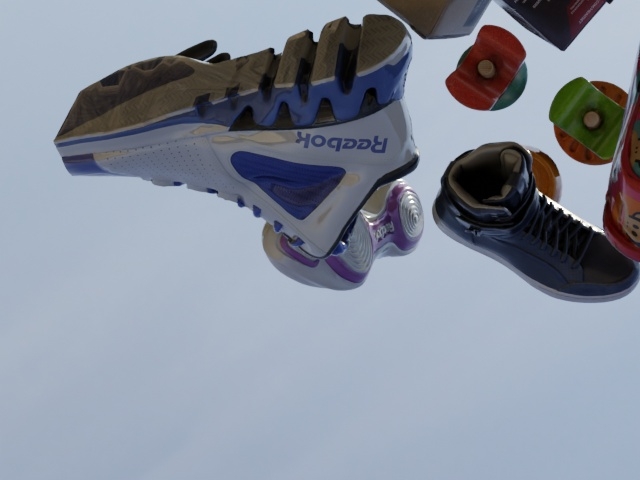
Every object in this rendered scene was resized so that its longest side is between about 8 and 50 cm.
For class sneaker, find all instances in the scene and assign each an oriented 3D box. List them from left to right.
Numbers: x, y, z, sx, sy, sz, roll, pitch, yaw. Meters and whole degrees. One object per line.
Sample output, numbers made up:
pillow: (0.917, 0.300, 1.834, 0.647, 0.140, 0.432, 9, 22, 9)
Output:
sneaker: (-0.054, -0.063, 1.478, 0.315, 0.182, 0.127, -9, -149, 19)
sneaker: (0.000, 0.000, 2.004, 0.152, 0.114, 0.305, -8, -179, 28)
sneaker: (0.220, -0.017, 1.760, 0.163, 0.226, 0.086, 92, 21, -71)

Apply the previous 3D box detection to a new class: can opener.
can opener: (-0.177, -0.160, 1.907, 0.186, 0.059, 0.073, -26, -123, 14)

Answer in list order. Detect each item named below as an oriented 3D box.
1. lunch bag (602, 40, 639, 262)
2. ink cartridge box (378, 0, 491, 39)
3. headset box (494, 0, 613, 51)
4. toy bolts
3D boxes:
lunch bag: (0.383, -0.085, 1.492, 0.258, 0.120, 0.293, 12, -137, 10)
ink cartridge box: (0.071, -0.313, 1.497, 0.088, 0.234, 0.193, -14, 140, -57)
headset box: (0.207, -0.341, 1.696, 0.218, 0.293, 0.110, -51, -157, 6)
toy bolts: (0.246, -0.137, 2.138, 0.218, 0.228, 0.158, -50, 171, 6)
